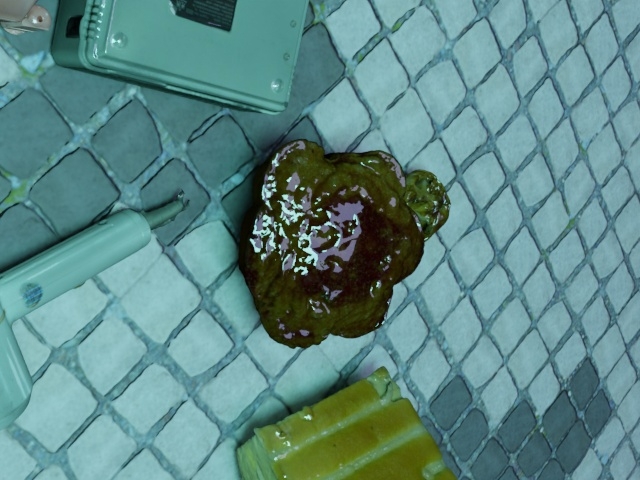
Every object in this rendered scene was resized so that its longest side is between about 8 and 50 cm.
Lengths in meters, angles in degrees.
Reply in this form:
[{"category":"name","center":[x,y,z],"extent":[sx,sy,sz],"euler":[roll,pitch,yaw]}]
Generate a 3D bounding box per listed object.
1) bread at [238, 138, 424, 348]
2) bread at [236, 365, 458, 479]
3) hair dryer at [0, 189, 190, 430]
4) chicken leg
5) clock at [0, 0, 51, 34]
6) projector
[{"category":"bread","center":[0.010,0.007,1.077],"extent":[0.232,0.135,0.247],"euler":[6,97,-21]},{"category":"bread","center":[0.046,0.310,1.151],"extent":[0.246,0.111,0.239],"euler":[-18,73,-34]},{"category":"hair dryer","center":[-0.262,0.041,0.924],"extent":[0.357,0.107,0.173],"euler":[-33,122,-36]},{"category":"chicken leg","center":[0.095,-0.006,1.199],"extent":[0.085,0.101,0.207],"euler":[42,81,-5]},{"category":"clock","center":[-0.308,-0.277,0.805],"extent":[0.165,0.092,0.162],"euler":[2,96,-39]},{"category":"projector","center":[-0.133,-0.249,0.947],"extent":[0.256,0.099,0.192],"euler":[8,94,-40]}]
